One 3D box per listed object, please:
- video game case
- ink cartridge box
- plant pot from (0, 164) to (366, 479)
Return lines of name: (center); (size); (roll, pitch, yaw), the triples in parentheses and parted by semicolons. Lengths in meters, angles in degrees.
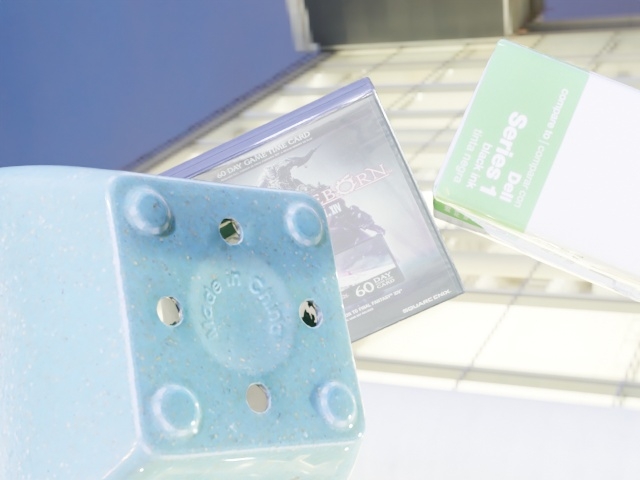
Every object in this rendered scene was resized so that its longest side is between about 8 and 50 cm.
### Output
video game case: (0.000, 0.000, 0.969); (0.274, 0.196, 0.026); (60, -172, -46)
ink cartridge box: (0.180, -0.017, 0.617); (0.160, 0.219, 0.093); (27, -94, -83)
plant pot: (-0.116, 0.076, 0.656); (0.247, 0.252, 0.248); (4, -113, -40)
